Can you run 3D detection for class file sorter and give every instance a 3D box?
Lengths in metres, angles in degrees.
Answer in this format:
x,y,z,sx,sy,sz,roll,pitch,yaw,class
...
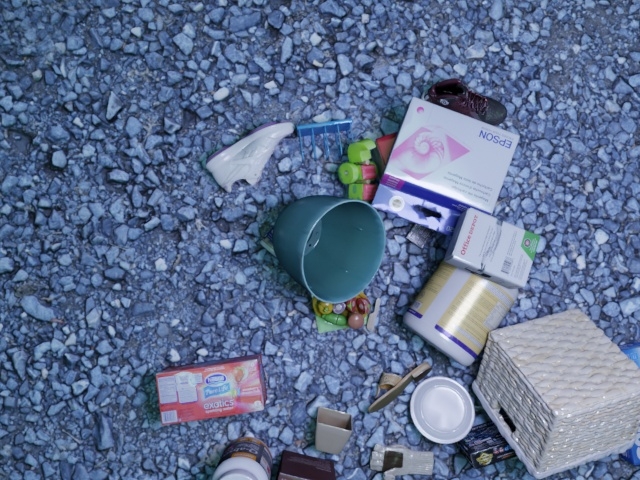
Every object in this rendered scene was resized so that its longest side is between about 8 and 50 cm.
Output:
x,y,z,sx,sy,sz,roll,pitch,yaw,class
0.018,-0.308,1.645,0.170,0.118,0.104,-9,90,-2,file sorter

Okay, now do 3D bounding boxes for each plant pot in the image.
x,y,z,sx,sy,sz,roll,pitch,yaw,class
0.032,0.583,1.597,0.109,0.109,0.096,14,98,0,plant pot
0.000,0.000,1.500,0.293,0.235,0.292,-15,116,-34,plant pot

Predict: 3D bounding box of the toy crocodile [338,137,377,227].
x,y,z,sx,sy,sz,roll,pitch,yaw,class
0.129,-0.139,1.605,0.115,0.105,0.340,-11,105,-41,toy crocodile

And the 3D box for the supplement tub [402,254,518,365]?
x,y,z,sx,sy,sz,roll,pitch,yaw,class
0.428,0.175,1.559,0.241,0.241,0.331,36,86,1,supplement tub

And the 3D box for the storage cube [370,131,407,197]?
x,y,z,sx,sy,sz,roll,pitch,yaw,class
0.277,-0.235,1.611,0.193,0.183,0.214,-19,87,-1,storage cube

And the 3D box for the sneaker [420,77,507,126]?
x,y,z,sx,sy,sz,roll,pitch,yaw,class
0.462,-0.429,1.637,0.282,0.162,0.106,11,86,0,sneaker

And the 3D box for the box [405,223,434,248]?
x,y,z,sx,sy,sz,roll,pitch,yaw,class
0.320,-0.024,1.680,0.067,0.018,0.083,34,86,1,box

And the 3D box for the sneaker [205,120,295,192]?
x,y,z,sx,sy,sz,roll,pitch,yaw,class
-0.203,-0.266,1.655,0.305,0.114,0.152,-31,101,1,sneaker

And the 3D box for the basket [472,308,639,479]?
x,y,z,sx,sy,sz,roll,pitch,yaw,class
0.656,0.406,1.446,0.332,0.328,0.266,-10,127,-14,basket

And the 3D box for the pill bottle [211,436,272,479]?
x,y,z,sx,sy,sz,roll,pitch,yaw,class
-0.222,0.677,1.493,0.162,0.278,0.162,0,86,-2,pill bottle

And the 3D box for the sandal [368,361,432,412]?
x,y,z,sx,sy,sz,roll,pitch,yaw,class
0.227,0.436,1.633,0.240,0.088,0.079,-32,56,-10,sandal

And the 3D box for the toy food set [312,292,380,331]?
x,y,z,sx,sy,sz,roll,pitch,yaw,class
0.084,0.212,1.600,0.218,0.071,0.128,17,104,-10,toy food set

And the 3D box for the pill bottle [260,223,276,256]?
x,y,z,sx,sy,sz,roll,pitch,yaw,class
-0.101,-0.027,1.634,0.094,0.094,0.169,40,86,1,pill bottle

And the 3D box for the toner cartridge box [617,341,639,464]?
x,y,z,sx,sy,sz,roll,pitch,yaw,class
0.998,0.500,1.632,0.165,0.075,0.347,-10,86,-3,toner cartridge box

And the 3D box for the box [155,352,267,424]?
x,y,z,sx,sy,sz,roll,pitch,yaw,class
-0.320,0.439,1.575,0.300,0.142,0.154,-9,86,-2,box

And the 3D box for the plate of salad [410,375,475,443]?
x,y,z,sx,sy,sz,roll,pitch,yaw,class
0.374,0.522,1.621,0.200,0.048,0.199,1,65,-2,plate of salad

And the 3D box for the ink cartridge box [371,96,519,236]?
x,y,z,sx,sy,sz,roll,pitch,yaw,class
0.351,-0.196,1.484,0.324,0.071,0.330,20,86,0,ink cartridge box

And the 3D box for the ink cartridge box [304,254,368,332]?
x,y,z,sx,sy,sz,roll,pitch,yaw,class
0.053,0.161,1.646,0.171,0.056,0.235,-11,85,-2,ink cartridge box

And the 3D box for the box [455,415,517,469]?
x,y,z,sx,sy,sz,roll,pitch,yaw,class
0.527,0.593,1.566,0.220,0.175,0.051,-17,90,-3,box

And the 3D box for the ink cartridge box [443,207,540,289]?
x,y,z,sx,sy,sz,roll,pitch,yaw,class
0.458,0.022,1.415,0.209,0.087,0.153,23,78,-1,ink cartridge box

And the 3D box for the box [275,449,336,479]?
x,y,z,sx,sy,sz,roll,pitch,yaw,class
-0.054,0.739,1.531,0.167,0.203,0.168,14,85,0,box

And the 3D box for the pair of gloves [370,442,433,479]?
x,y,z,sx,sy,sz,roll,pitch,yaw,class
0.236,0.753,1.616,0.204,0.042,0.240,13,87,-1,pair of gloves
